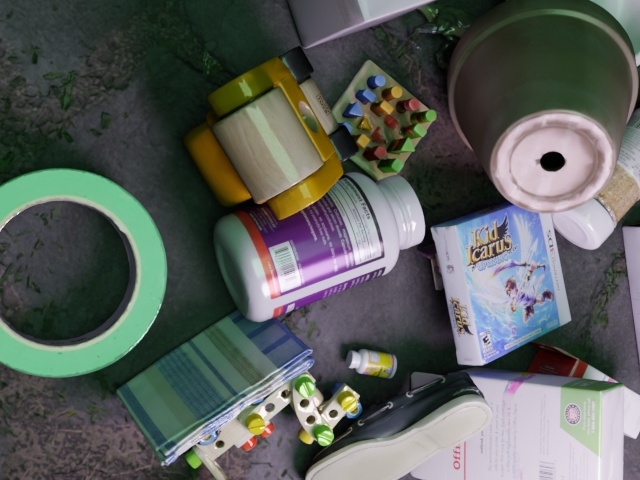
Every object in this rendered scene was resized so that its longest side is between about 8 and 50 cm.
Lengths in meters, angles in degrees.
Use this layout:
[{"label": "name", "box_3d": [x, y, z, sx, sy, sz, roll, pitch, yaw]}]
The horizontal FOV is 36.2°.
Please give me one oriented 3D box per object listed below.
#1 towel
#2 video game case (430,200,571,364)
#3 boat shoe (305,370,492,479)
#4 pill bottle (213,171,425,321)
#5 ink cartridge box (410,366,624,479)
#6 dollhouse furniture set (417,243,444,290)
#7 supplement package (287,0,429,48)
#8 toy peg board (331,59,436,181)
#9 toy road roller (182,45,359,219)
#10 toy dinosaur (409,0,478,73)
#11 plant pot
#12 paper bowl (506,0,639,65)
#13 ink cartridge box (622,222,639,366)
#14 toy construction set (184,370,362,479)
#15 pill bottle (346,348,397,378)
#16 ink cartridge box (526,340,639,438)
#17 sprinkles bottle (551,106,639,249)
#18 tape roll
[{"label": "towel", "box_3d": [-0.170, 0.216, 1.542, 0.285, 0.209, 0.034, -33, 127, -16]}, {"label": "video game case", "box_3d": [0.324, 0.063, 1.723, 0.269, 0.061, 0.244, -18, 97, -41]}, {"label": "boat shoe", "box_3d": [0.122, 0.320, 1.669, 0.340, 0.113, 0.127, -32, 128, 16]}, {"label": "pill bottle", "box_3d": [0.000, 0.000, 1.596, 0.323, 0.181, 0.181, -20, 98, -18]}, {"label": "ink cartridge box", "box_3d": [0.334, 0.333, 1.696, 0.119, 0.353, 0.207, -2, 93, -54]}, {"label": "dollhouse furniture set", "box_3d": [0.250, 0.046, 1.743, 0.114, 0.091, 0.081, -21, 113, -18]}, {"label": "supplement package", "box_3d": [0.065, -0.428, 1.544, 0.177, 0.293, 0.175, -23, 99, -17]}, {"label": "toy peg board", "box_3d": [0.108, -0.203, 1.681, 0.160, 0.079, 0.161, 37, 80, -17]}, {"label": "toy road roller", "box_3d": [-0.104, -0.141, 1.499, 0.240, 0.329, 0.202, -27, 100, 20]}, {"label": "toy dinosaur", "box_3d": [0.216, -0.371, 1.723, 0.268, 0.064, 0.118, 28, 86, -8]}, {"label": "plant pot", "box_3d": [0.368, -0.199, 1.589, 0.323, 0.280, 0.323, 3, 126, 4]}, {"label": "paper bowl", "box_3d": [0.466, -0.426, 1.760, 0.284, 0.148, 0.284, -1, 92, -20]}, {"label": "ink cartridge box", "box_3d": [0.689, 0.122, 1.901, 0.165, 0.065, 0.333, -11, 96, -19]}, {"label": "toy construction set", "box_3d": [-0.095, 0.316, 1.601, 0.328, 0.151, 0.215, -46, 117, -14]}, {"label": "pill bottle", "box_3d": [0.088, 0.213, 1.706, 0.083, 0.043, 0.043, 12, 88, -18]}, {"label": "ink cartridge box", "box_3d": [0.470, 0.268, 1.792, 0.231, 0.134, 0.078, 30, 83, -17]}, {"label": "sprinkles bottle", "box_3d": [0.576, -0.145, 1.820, 0.355, 0.121, 0.121, -45, 105, -12]}, {"label": "tape roll", "box_3d": [-0.402, 0.048, 1.515, 0.321, 0.077, 0.321, -1, 92, -18]}]
